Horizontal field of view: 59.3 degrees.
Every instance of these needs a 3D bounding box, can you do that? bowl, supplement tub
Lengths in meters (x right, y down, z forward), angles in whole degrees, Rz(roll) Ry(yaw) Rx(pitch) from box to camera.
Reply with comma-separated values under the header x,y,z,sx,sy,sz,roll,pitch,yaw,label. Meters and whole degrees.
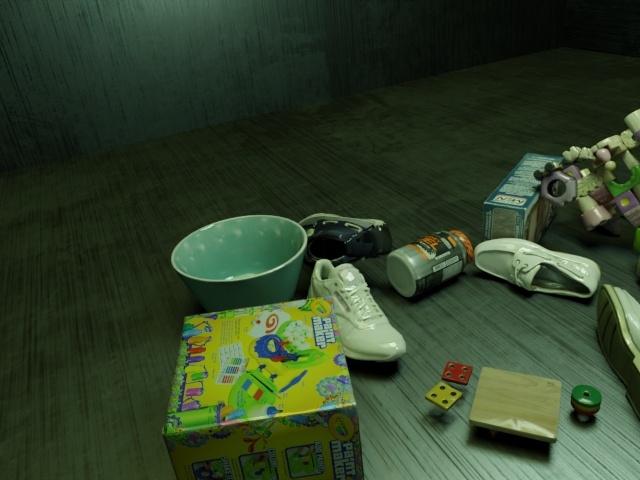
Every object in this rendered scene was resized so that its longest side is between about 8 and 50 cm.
x,y,z,sx,sy,sz,roll,pitch,yaw,label
-0.177,0.078,1.319,0.312,0.163,0.311,-5,29,3,bowl
0.259,0.049,1.323,0.190,0.117,0.117,-22,32,-27,supplement tub

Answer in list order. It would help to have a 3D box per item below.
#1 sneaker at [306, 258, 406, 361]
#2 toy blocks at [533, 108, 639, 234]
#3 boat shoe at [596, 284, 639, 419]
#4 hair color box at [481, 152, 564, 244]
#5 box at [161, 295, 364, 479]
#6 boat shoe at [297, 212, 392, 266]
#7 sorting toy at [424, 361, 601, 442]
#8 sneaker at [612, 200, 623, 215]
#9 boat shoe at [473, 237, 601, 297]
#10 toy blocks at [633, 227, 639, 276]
x,y,z,sx,sy,sz,roll,pitch,yaw,label
0.061,0.140,1.156,0.114,0.152,0.305,-10,26,-33,sneaker
0.726,-0.114,1.308,0.309,0.260,0.289,-4,-26,-47,toy blocks
0.580,0.196,0.997,0.103,0.113,0.302,-2,39,6,boat shoe
0.524,-0.083,1.447,0.105,0.173,0.347,14,35,32,hair color box
-0.090,0.258,0.950,0.279,0.177,0.290,-8,28,-2,box
0.000,0.000,1.378,0.158,0.127,0.341,-11,5,-41,boat shoe
0.320,0.283,0.949,0.275,0.046,0.132,7,31,23,sorting toy
0.848,-0.077,1.491,0.061,0.053,0.152,-9,28,-9,sneaker
0.474,0.066,1.262,0.277,0.098,0.096,10,32,27,boat shoe
0.808,0.070,1.087,0.261,0.190,0.381,5,13,10,toy blocks
